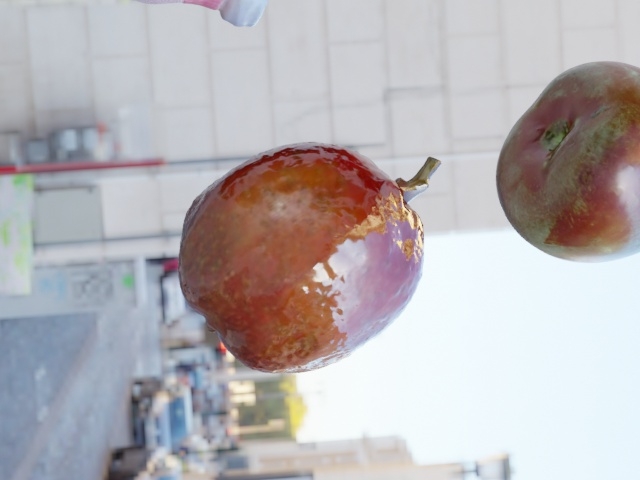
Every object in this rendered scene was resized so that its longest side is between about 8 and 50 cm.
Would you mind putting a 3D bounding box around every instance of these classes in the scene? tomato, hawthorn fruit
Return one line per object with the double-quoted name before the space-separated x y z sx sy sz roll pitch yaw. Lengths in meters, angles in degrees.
"tomato" 0.373 -0.092 1.913 0.270 0.223 0.270 -40 -146 35
"hawthorn fruit" 0.000 0.000 1.307 0.205 0.253 0.205 51 12 -15

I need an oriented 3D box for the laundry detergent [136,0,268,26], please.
"laundry detergent" -0.209 -0.287 1.393 0.159 0.335 0.087 149 -45 -68
